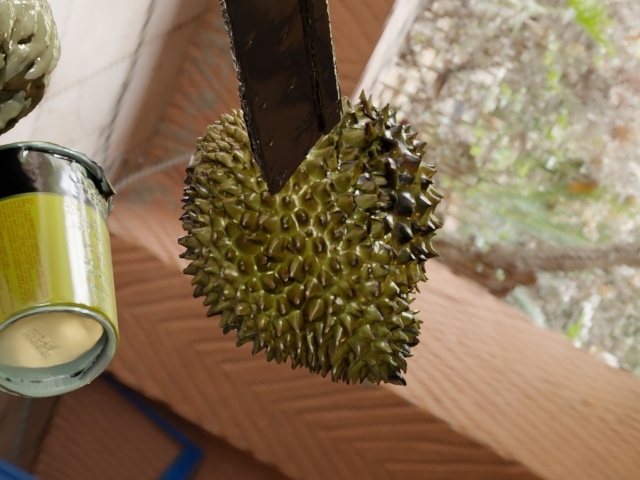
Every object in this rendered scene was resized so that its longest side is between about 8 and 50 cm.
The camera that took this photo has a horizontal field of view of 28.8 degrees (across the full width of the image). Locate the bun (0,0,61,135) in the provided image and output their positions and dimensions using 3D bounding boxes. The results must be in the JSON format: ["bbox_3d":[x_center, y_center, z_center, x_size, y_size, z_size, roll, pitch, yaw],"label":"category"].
[{"bbox_3d":[-0.377,-0.173,1.268,0.259,0.152,0.259,-41,171,-8],"label":"bun"}]

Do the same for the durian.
[{"bbox_3d":[-0.004,-0.005,1.171,0.258,0.258,0.293,103,-16,-70],"label":"durian"}]

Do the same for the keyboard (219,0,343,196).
[{"bbox_3d":[-0.022,-0.101,0.656,0.072,0.023,0.231,-52,163,-17],"label":"keyboard"}]

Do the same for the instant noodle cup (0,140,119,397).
[{"bbox_3d":[-0.315,0.040,1.381,0.236,0.215,0.215,-113,-146,-40],"label":"instant noodle cup"}]
